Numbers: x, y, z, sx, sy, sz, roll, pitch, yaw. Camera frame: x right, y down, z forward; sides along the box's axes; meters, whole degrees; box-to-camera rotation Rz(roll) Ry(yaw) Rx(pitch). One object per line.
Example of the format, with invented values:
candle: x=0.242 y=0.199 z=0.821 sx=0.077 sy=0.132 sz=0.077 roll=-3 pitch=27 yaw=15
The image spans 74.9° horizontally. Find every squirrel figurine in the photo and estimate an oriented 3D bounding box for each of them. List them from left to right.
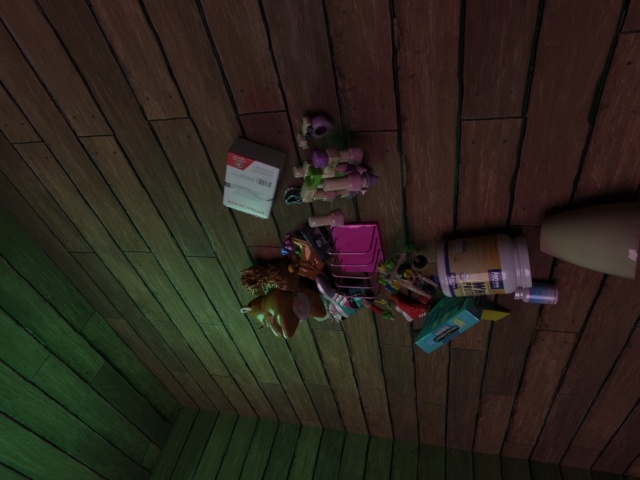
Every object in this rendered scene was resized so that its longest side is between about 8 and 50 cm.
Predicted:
squirrel figurine: x=-0.235 y=0.281 z=2.081 sx=0.371 sy=0.281 sz=0.396 roll=-9 pitch=108 yaw=45

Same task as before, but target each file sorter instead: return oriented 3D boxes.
file sorter: x=0.151 y=0.090 z=1.780 sx=0.202 sy=0.182 sz=0.290 roll=0 pitch=134 yaw=19

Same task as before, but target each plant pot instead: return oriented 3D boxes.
plant pot: x=0.907 y=-0.012 z=1.417 sx=0.274 sy=0.256 sz=0.256 roll=6 pitch=138 yaw=35

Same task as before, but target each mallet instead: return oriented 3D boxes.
mallet: x=0.307 y=0.310 z=2.040 sx=0.190 sy=0.062 sz=0.039 roll=22 pitch=138 yaw=-5

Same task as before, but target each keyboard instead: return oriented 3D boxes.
keyboard: x=0.000 y=0.000 z=1.828 sx=0.100 sy=0.038 sz=0.192 roll=-30 pitch=116 yaw=5

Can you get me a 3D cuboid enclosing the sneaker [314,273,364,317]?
sneaker: x=0.114 y=0.231 z=1.957 sx=0.179 sy=0.123 sz=0.295 roll=-31 pitch=122 yaw=18

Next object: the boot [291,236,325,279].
boot: x=-0.069 y=0.080 z=1.862 sx=0.197 sy=0.073 sz=0.152 roll=28 pitch=92 yaw=-14

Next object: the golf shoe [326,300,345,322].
golf shoe: x=0.078 y=0.342 z=2.080 sx=0.086 sy=0.067 sz=0.186 roll=-7 pitch=140 yaw=11

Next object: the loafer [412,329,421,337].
loafer: x=0.561 y=0.499 z=2.151 sx=0.170 sy=0.061 sz=0.062 roll=0 pitch=135 yaw=19

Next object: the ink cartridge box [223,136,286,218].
ink cartridge box: x=-0.261 y=-0.237 z=1.630 sx=0.197 sy=0.114 sz=0.272 roll=19 pitch=136 yaw=-3

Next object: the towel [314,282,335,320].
towel: x=0.023 y=0.317 z=2.149 sx=0.187 sy=0.049 sz=0.282 roll=42 pitch=131 yaw=-21

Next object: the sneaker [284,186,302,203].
sneaker: x=-0.069 y=-0.176 z=1.658 sx=0.167 sy=0.076 sz=0.065 roll=-9 pitch=132 yaw=25

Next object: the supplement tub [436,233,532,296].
supplement tub: x=0.625 y=0.096 z=1.603 sx=0.317 sy=0.228 sz=0.228 roll=-8 pitch=131 yaw=25

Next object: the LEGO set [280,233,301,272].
LEGO set: x=-0.120 y=0.087 z=1.927 sx=0.087 sy=0.093 sz=0.227 roll=-19 pitch=126 yaw=33

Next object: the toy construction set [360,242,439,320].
toy construction set: x=0.278 y=0.158 z=1.652 sx=0.237 sy=0.257 sz=0.308 roll=32 pitch=105 yaw=-35

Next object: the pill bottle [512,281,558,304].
pill bottle: x=0.894 y=0.218 z=1.742 sx=0.160 sy=0.087 sz=0.087 roll=2 pitch=134 yaw=16

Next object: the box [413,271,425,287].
box: x=0.433 y=0.180 z=1.900 sx=0.067 sy=0.018 sz=0.083 roll=-10 pitch=131 yaw=25

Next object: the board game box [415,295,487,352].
board game box: x=0.574 y=0.316 z=1.815 sx=0.079 sy=0.253 sz=0.336 roll=39 pitch=135 yaw=2

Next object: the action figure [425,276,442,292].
action figure: x=0.514 y=0.198 z=1.888 sx=0.115 sy=0.030 sz=0.038 roll=35 pitch=139 yaw=-15

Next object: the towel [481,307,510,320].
towel: x=0.742 y=0.331 z=1.901 sx=0.237 sy=0.021 sz=0.102 roll=11 pitch=146 yaw=-24

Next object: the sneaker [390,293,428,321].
sneaker: x=0.432 y=0.301 z=1.993 sx=0.128 sy=0.087 sz=0.221 roll=-25 pitch=135 yaw=26

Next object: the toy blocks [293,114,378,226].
toy blocks: x=0.074 y=-0.245 z=1.480 sx=0.260 sy=0.308 sz=0.288 roll=-9 pitch=154 yaw=-19
